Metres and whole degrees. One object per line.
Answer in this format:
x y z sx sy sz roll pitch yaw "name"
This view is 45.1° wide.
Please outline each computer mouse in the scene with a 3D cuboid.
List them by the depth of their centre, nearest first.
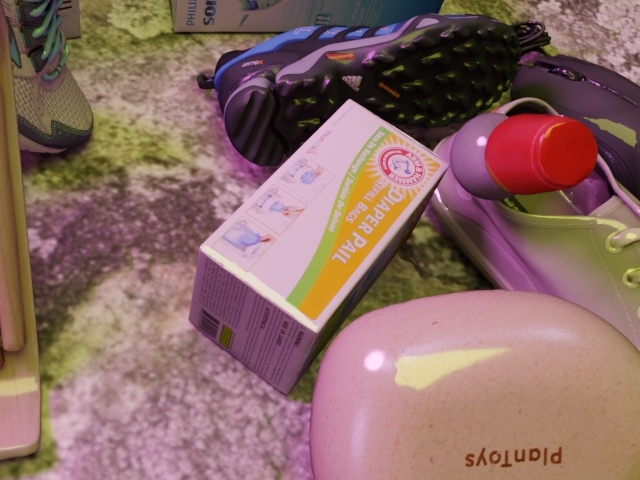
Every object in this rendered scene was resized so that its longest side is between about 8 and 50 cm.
0.276 -0.137 0.805 0.272 0.072 0.188 41 56 13 "computer mouse"

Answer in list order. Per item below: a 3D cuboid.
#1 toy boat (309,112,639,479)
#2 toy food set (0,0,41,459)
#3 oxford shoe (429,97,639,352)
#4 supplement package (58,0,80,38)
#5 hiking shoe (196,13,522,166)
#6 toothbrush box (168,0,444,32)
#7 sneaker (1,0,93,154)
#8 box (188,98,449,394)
0.128 0.064 0.559 0.267 0.148 0.319 6 94 -12 "toy boat"
-0.295 0.001 0.463 0.219 0.306 0.092 -3 19 -15 "toy food set"
0.267 0.048 0.650 0.169 0.130 0.449 -31 71 -31 "oxford shoe"
-0.317 -0.313 0.689 0.149 0.203 0.194 -16 62 -23 "supplement package"
0.043 -0.171 0.729 0.303 0.113 0.132 -14 44 -16 "hiking shoe"
-0.023 -0.343 0.830 0.295 0.126 0.217 -5 60 -18 "toothbrush box"
-0.239 -0.178 0.579 0.122 0.283 0.110 -16 49 11 "sneaker"
0.000 0.000 0.620 0.103 0.114 0.203 35 55 9 "box"
